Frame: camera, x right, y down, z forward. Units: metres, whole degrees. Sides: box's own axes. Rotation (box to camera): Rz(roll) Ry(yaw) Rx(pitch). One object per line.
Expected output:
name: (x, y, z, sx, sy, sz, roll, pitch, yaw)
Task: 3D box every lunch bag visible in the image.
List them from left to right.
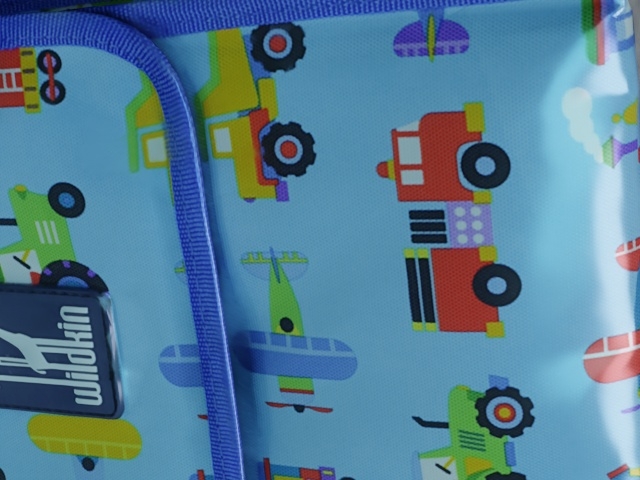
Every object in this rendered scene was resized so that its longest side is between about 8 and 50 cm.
lunch bag: (-0.041, 0.016, 0.420, 0.293, 0.138, 0.220, -5, 110, 9)
